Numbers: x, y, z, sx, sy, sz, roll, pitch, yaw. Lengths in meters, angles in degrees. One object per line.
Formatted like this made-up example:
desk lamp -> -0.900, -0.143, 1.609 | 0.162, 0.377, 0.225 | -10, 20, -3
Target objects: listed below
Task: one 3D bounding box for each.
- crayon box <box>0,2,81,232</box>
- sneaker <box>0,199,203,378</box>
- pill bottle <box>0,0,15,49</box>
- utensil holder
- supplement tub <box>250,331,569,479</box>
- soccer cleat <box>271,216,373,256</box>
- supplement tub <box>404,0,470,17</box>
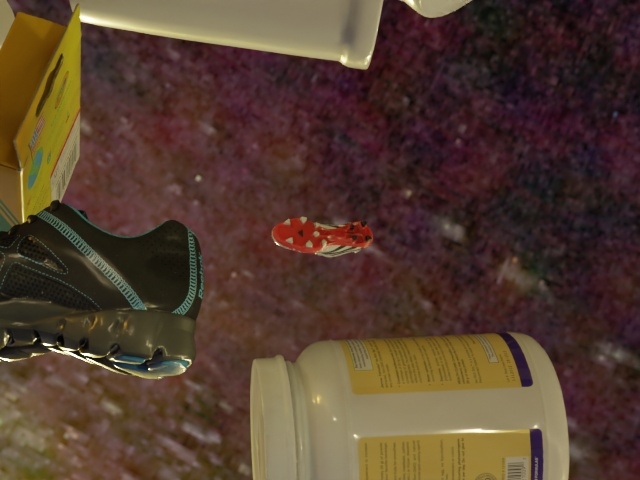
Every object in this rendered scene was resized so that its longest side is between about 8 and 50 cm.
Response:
crayon box -> -0.347, -0.119, 1.411 | 0.081, 0.202, 0.318 | 17, 150, -3
sneaker -> -0.271, 0.036, 1.103 | 0.340, 0.140, 0.125 | 7, 162, 4
pill bottle -> -0.607, -0.282, 1.905 | 0.161, 0.161, 0.283 | 38, 131, -21
utensil holder -> -0.107, -0.404, 1.549 | 0.385, 0.328, 0.328 | 6, 153, -3
supplement tub -> 0.092, 0.229, 1.384 | 0.331, 0.241, 0.241 | -2, 154, -8
soccer cleat -> 0.000, 0.000, 0.921 | 0.083, 0.029, 0.035 | -2, 155, -25
supplement tub -> 0.019, -0.291, 0.777 | 0.272, 0.191, 0.191 | 42, 157, 14
